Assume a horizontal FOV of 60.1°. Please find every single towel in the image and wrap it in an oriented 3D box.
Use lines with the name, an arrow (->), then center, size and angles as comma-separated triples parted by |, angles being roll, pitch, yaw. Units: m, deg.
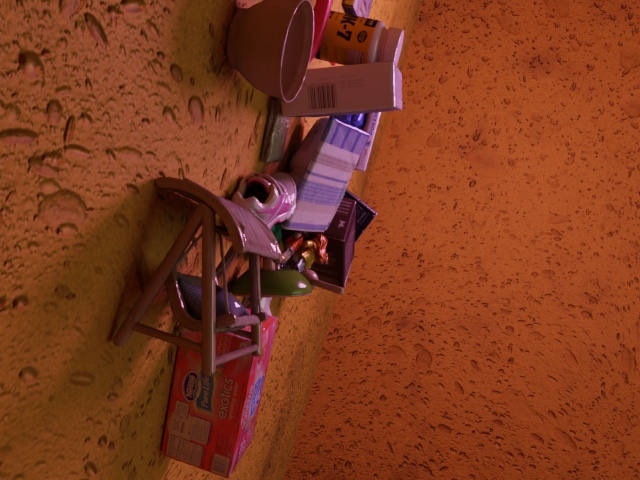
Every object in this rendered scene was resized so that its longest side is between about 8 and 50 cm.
towel -> -0.095, -0.244, 1.223 | 0.110, 0.027, 0.148 | -35, 140, -74
towel -> 0.012, -0.149, 1.334 | 0.209, 0.034, 0.285 | 0, 117, -61

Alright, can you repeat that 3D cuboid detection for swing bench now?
swing bench -> -0.167, 0.054, 0.879 | 0.253, 0.165, 0.255 | 29, 77, -80

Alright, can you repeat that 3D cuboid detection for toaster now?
toaster -> 0.078, -0.084, 1.955 | 0.168, 0.185, 0.110 | -53, -172, 0

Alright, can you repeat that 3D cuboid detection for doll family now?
doll family -> -0.051, 0.061, 1.488 | 0.163, 0.118, 0.263 | -51, 174, -29

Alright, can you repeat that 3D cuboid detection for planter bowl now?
planter bowl -> -0.086, -0.319, 0.905 | 0.162, 0.109, 0.162 | 16, 90, -80

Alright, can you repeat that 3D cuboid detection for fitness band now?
fitness band -> -0.040, -0.463, 1.131 | 0.291, 0.054, 0.209 | -55, 162, -60

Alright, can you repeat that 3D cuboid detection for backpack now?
backpack -> 0.102, -0.425, 1.814 | 0.098, 0.101, 0.120 | 44, 58, -67

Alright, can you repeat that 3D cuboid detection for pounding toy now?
pounding toy -> -0.086, 0.068, 1.266 | 0.183, 0.236, 0.110 | -1, -91, 62

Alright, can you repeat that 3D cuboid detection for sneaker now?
sneaker -> -0.112, -0.091, 1.145 | 0.252, 0.102, 0.111 | -62, 166, -55
sneaker -> -0.166, 0.183, 1.411 | 0.094, 0.080, 0.213 | -17, 116, -65

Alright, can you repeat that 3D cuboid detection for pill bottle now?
pill bottle -> 0.090, -0.484, 1.350 | 0.119, 0.208, 0.119 | 15, 90, -81
pill bottle -> -0.010, -0.197, 1.444 | 0.229, 0.131, 0.131 | -59, 165, -23

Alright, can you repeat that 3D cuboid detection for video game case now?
video game case -> 0.139, -0.399, 1.946 | 0.329, 0.036, 0.300 | -139, -118, -75
video game case -> 0.132, -0.773, 1.648 | 0.275, 0.035, 0.249 | -18, 123, -78

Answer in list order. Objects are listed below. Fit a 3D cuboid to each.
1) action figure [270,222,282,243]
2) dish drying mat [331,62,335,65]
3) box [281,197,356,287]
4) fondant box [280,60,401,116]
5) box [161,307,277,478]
action figure -> -0.126, -0.027, 1.285 | 0.232, 0.063, 0.137 | 41, 67, -84
dish drying mat -> 0.036, -0.523, 1.582 | 0.083, 0.008, 0.032 | -27, 132, -77
box -> 0.000, 0.000, 1.682 | 0.381, 0.191, 0.143 | 85, 22, -67
fondant box -> 0.062, -0.338, 1.268 | 0.330, 0.238, 0.096 | -50, 137, -73
box -> -0.202, 0.290, 1.106 | 0.142, 0.153, 0.300 | -44, 147, -72
